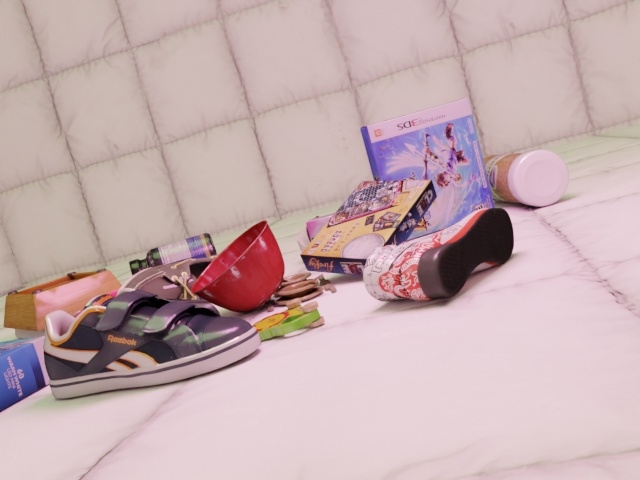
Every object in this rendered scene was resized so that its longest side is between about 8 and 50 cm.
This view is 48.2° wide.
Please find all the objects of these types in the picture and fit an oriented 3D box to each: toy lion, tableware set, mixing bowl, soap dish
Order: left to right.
[{"bbox_3d":[-0.627,0.153,1.741,0.229,0.118,0.291,-20,9,-37],"label":"soap dish"},{"bbox_3d":[-0.130,0.061,1.261,0.181,0.098,0.181,-40,13,11],"label":"mixing bowl"},{"bbox_3d":[-0.055,0.118,1.022,0.096,0.034,0.100,-26,10,-23],"label":"toy lion"},{"bbox_3d":[-0.045,0.078,1.295,0.128,0.039,0.194,-16,6,-6],"label":"tableware set"}]

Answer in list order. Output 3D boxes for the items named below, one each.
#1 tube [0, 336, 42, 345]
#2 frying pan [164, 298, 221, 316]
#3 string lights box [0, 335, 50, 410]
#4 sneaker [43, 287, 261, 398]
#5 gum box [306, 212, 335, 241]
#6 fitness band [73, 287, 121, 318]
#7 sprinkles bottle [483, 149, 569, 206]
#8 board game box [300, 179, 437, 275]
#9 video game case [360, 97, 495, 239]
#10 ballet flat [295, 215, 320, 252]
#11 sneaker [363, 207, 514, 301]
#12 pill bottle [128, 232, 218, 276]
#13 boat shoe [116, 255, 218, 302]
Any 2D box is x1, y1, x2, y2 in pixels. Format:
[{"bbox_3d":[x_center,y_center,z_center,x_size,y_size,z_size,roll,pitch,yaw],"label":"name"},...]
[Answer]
[{"bbox_3d":[-0.689,0.235,1.494,0.207,0.052,0.080,-13,15,-5],"label":"tube"},{"bbox_3d":[-0.236,0.123,1.208,0.197,0.053,0.326,1,-2,14],"label":"frying pan"},{"bbox_3d":[-0.521,0.220,1.046,0.133,0.076,0.260,-13,7,22],"label":"string lights box"},{"bbox_3d":[-0.244,0.127,0.972,0.321,0.127,0.126,-13,5,16],"label":"sneaker"},{"bbox_3d":[0.077,-0.014,1.495,0.189,0.107,0.062,-14,6,18],"label":"gum box"},{"bbox_3d":[-0.407,0.123,1.535,0.209,0.054,0.291,-29,-1,33],"label":"fitness band"},{"bbox_3d":[0.456,-0.146,1.671,0.121,0.121,0.355,-16,5,-1],"label":"sprinkles bottle"},{"bbox_3d":[0.093,-0.029,1.343,0.165,0.042,0.243,4,40,38],"label":"board game box"},{"bbox_3d":[0.241,-0.155,1.593,0.244,0.269,0.061,-17,8,-10],"label":"video game case"},{"bbox_3d":[0.000,0.000,1.713,0.096,0.095,0.280,-25,-6,9],"label":"ballet flat"},{"bbox_3d":[0.173,0.017,1.051,0.145,0.090,0.270,-8,12,39],"label":"sneaker"},{"bbox_3d":[-0.377,0.067,1.861,0.219,0.122,0.123,-18,6,-12],"label":"pill bottle"},{"bbox_3d":[-0.279,0.091,1.458,0.091,0.109,0.305,-18,0,34],"label":"boat shoe"}]
